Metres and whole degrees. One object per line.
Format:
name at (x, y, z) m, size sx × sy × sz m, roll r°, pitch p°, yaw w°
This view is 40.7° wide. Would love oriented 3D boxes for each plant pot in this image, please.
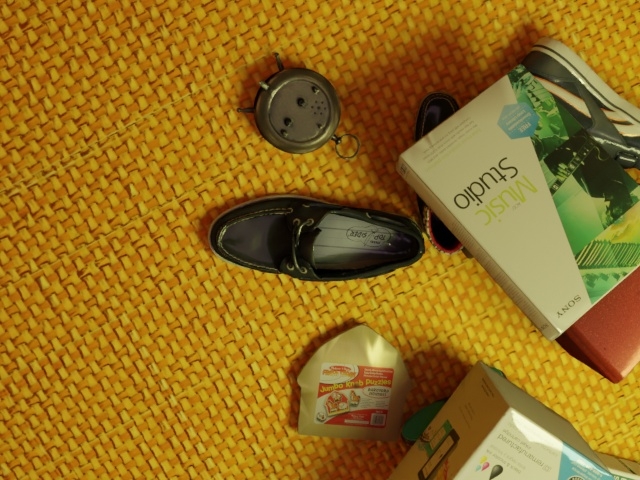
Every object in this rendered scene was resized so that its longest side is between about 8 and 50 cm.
plant pot at (0.412, 0.023, 1.323) m, size 0.236 × 0.267 × 0.267 m, roll 39°, pitch 93°, yaw -1°

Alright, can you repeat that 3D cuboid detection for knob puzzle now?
knob puzzle at (0.055, 0.228, 1.412) m, size 0.213 × 0.030 × 0.213 m, roll -1°, pitch 101°, yaw -8°

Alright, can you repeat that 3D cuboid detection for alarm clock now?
alarm clock at (-0.019, -0.186, 1.310) m, size 0.192 × 0.064 × 0.129 m, roll 33°, pitch 94°, yaw -16°

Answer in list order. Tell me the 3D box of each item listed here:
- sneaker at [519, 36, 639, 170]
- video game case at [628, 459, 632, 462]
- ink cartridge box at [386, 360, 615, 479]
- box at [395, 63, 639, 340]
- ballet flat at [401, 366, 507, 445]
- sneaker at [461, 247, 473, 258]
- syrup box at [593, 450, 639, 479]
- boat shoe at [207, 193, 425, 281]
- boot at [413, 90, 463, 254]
sneaker at (0.428, -0.169, 1.349) m, size 0.321 × 0.126 × 0.127 m, roll 38°, pitch 89°, yaw -3°
video game case at (0.505, 0.481, 1.535) m, size 0.166 × 0.015 × 0.119 m, roll -29°, pitch 103°, yaw -3°
ink cartridge box at (0.254, 0.368, 1.300) m, size 0.198 × 0.197 × 0.270 m, roll 34°, pitch 98°, yaw -9°
box at (0.293, -0.058, 1.178) m, size 0.232 × 0.058 × 0.322 m, roll -38°, pitch 79°, yaw -12°
ballet flat at (0.229, 0.289, 1.432) m, size 0.203 × 0.074 × 0.074 m, roll -33°, pitch 103°, yaw -7°
sneaker at (0.260, -0.062, 1.347) m, size 0.086 × 0.064 × 0.192 m, roll 51°, pitch 59°, yaw -11°
syrup box at (0.453, 0.411, 1.462) m, size 0.237 × 0.096 × 0.093 m, roll 17°, pitch 95°, yaw -6°
boat shoe at (0.000, 0.004, 1.319) m, size 0.340 × 0.113 × 0.127 m, roll 7°, pitch 100°, yaw -10°
boot at (0.187, -0.101, 1.291) m, size 0.085 × 0.178 × 0.236 m, roll -1°, pitch 102°, yaw 3°
